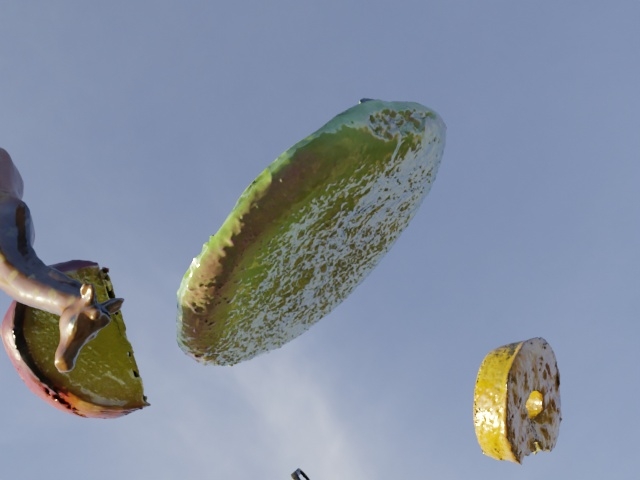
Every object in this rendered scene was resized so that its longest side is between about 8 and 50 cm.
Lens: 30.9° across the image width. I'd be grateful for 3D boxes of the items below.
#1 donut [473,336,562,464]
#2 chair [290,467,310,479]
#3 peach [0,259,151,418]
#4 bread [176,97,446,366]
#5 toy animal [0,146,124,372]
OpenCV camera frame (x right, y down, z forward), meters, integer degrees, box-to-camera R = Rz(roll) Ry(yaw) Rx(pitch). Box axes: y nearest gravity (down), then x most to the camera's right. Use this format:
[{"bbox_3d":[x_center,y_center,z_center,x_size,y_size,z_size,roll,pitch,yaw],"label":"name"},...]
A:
[{"bbox_3d":[0.151,0.123,0.898,0.043,0.097,0.108,-2,-8,30],"label":"donut"},{"bbox_3d":[-0.072,0.380,1.238,0.170,0.325,0.160,-28,-90,8],"label":"chair"},{"bbox_3d":[-0.237,0.104,1.139,0.172,0.092,0.127,50,-120,-8],"label":"peach"},{"bbox_3d":[-0.004,0.004,0.971,0.301,0.045,0.301,-38,-22,-18],"label":"bread"},{"bbox_3d":[-0.224,0.014,0.779,0.229,0.224,0.066,-25,-39,26],"label":"toy animal"}]
